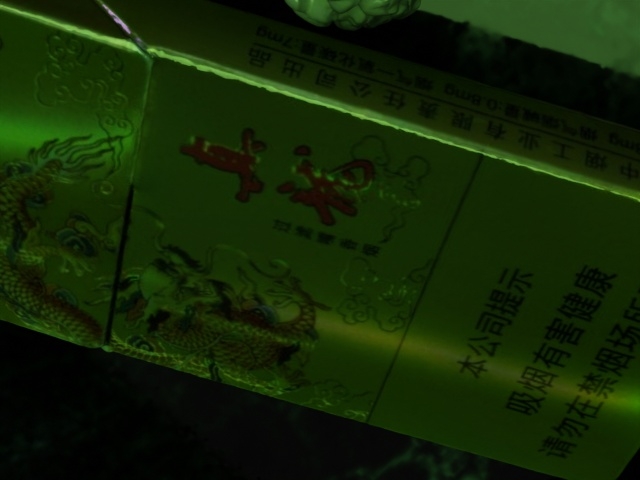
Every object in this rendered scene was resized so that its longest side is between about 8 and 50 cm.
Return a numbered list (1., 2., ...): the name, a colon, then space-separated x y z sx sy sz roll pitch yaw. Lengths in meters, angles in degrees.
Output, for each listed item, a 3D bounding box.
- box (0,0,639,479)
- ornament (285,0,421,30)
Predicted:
1. box: 0.000 0.000 0.523 0.311 0.043 0.173 17 136 -2
2. ornament: -0.064 -0.179 0.465 0.285 0.130 0.120 29 86 -7
